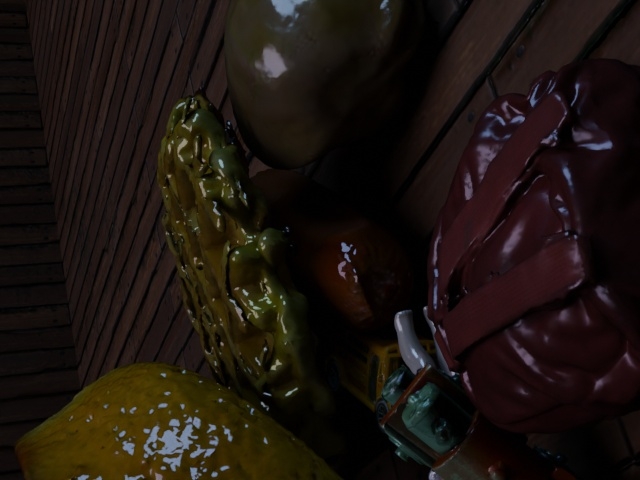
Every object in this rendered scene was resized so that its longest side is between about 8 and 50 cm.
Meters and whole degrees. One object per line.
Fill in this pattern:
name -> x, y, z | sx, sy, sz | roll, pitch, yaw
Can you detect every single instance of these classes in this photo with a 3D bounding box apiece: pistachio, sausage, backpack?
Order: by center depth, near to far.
backpack -> 0.139, 0.015, 0.615 | 0.229, 0.139, 0.229 | 7, 98, 64
pistachio -> -0.017, -0.192, 0.937 | 0.213, 0.163, 0.260 | -40, 47, 22
sausage -> 0.000, 0.001, 1.006 | 0.348, 0.094, 0.097 | -139, 37, -66

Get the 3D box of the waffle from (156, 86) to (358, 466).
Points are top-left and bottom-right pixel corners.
waffle -> -0.080, 0.047, 1.017 | 0.382, 0.095, 0.379 | 135, 116, -75

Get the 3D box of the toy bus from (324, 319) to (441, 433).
toy bus -> 0.062, 0.113, 0.906 | 0.162, 0.070, 0.074 | -153, 63, -65

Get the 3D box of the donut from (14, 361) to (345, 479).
donut -> -0.093, 0.252, 0.926 | 0.378, 0.163, 0.435 | 29, 159, 36

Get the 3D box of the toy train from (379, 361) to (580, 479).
toy train -> 0.117, 0.150, 0.680 | 0.074, 0.176, 0.118 | -50, 6, -5

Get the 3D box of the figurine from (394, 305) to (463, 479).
figurine -> 0.108, 0.140, 0.810 | 0.187, 0.083, 0.083 | 68, 152, 23
